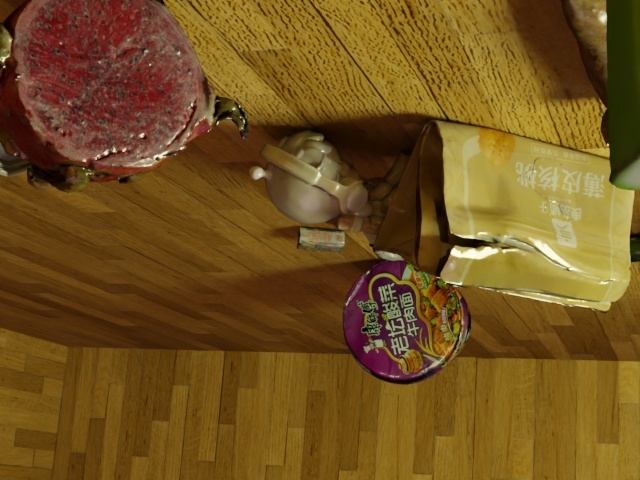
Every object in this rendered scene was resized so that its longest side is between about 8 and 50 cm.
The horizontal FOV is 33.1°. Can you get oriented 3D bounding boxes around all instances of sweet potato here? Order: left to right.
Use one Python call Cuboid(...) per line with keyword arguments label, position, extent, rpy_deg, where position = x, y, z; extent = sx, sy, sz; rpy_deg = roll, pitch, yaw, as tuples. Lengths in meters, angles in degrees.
Cuboid(label="sweet potato", position=(0.317, -0.161, 1.074), extent=(0.114, 0.092, 0.341), rpy_deg=(16, 172, 25))

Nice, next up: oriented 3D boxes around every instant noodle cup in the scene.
Cuboid(label="instant noodle cup", position=(0.192, 0.165, 2.197), extent=(0.251, 0.251, 0.190), rpy_deg=(-1, 175, 21))

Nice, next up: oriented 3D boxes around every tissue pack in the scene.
Cuboid(label="tissue pack", position=(0.000, 0.000, 1.958), extent=(0.083, 0.035, 0.063), rpy_deg=(6, 167, -4))

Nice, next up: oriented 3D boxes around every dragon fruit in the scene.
Cuboid(label="dragon fruit", position=(-0.222, -0.143, 1.076), extent=(0.282, 0.210, 0.147), rpy_deg=(16, 166, -32))

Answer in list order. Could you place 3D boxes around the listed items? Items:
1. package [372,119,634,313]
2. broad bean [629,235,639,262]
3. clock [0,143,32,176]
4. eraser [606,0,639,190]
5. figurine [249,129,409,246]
Cuboid(label="package", position=(0.260, -0.009, 1.389), extent=(0.311, 0.221, 0.165), rpy_deg=(11, -154, -26))
Cuboid(label="broad bean", position=(0.572, 0.007, 1.799), extent=(0.060, 0.043, 0.298), rpy_deg=(33, 151, -33))
Cuboid(label="clock", position=(-0.416, -0.146, 1.405), extent=(0.192, 0.071, 0.147), rpy_deg=(-9, 161, 43))
Cuboid(label="eraser", position=(0.290, -0.161, 0.693), extent=(0.210, 0.274, 0.092), rpy_deg=(5, 168, -3))
Cuboid(label="figurine", position=(0.019, -0.080, 1.440), extent=(0.237, 0.141, 0.162), rpy_deg=(21, -174, -23))
